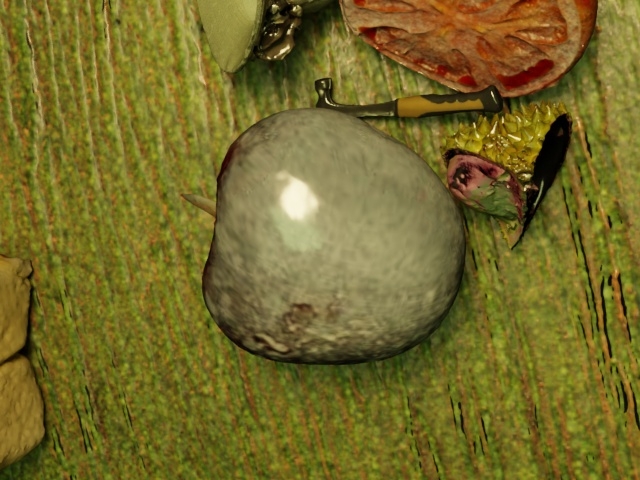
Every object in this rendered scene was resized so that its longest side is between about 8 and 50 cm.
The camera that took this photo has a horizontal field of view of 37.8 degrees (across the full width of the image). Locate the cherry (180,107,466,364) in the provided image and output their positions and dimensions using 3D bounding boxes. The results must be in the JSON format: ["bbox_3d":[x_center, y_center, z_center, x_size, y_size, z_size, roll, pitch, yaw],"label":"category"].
[{"bbox_3d":[0.000,0.000,0.922,0.296,0.218,0.255,13,102,-1],"label":"cherry"}]

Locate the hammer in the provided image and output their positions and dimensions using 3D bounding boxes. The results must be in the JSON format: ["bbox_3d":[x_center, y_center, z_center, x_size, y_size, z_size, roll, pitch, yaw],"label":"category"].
[{"bbox_3d":[0.087,-0.132,0.956,0.200,0.021,0.078,1,108,27],"label":"hammer"}]

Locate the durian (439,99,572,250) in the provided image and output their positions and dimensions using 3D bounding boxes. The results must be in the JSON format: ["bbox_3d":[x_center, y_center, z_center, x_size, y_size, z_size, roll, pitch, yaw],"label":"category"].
[{"bbox_3d":[0.175,-0.089,0.911,0.108,0.187,0.119,26,75,19],"label":"durian"}]

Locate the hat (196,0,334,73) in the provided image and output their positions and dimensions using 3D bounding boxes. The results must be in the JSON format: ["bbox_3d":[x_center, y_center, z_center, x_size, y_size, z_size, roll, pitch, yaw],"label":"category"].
[{"bbox_3d":[-0.037,-0.293,0.911,0.130,0.257,0.257,-7,98,-18],"label":"hat"}]

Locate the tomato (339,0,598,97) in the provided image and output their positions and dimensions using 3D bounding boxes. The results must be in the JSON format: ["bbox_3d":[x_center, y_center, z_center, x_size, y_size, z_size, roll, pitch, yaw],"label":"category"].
[{"bbox_3d":[0.139,-0.236,0.872,0.236,0.237,0.095,14,64,10],"label":"tomato"}]

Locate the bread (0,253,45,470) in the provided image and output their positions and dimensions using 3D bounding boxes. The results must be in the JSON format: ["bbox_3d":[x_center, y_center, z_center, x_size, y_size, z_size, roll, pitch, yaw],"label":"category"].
[{"bbox_3d":[-0.541,0.144,0.984,0.370,0.390,0.280,1,91,14],"label":"bread"}]
